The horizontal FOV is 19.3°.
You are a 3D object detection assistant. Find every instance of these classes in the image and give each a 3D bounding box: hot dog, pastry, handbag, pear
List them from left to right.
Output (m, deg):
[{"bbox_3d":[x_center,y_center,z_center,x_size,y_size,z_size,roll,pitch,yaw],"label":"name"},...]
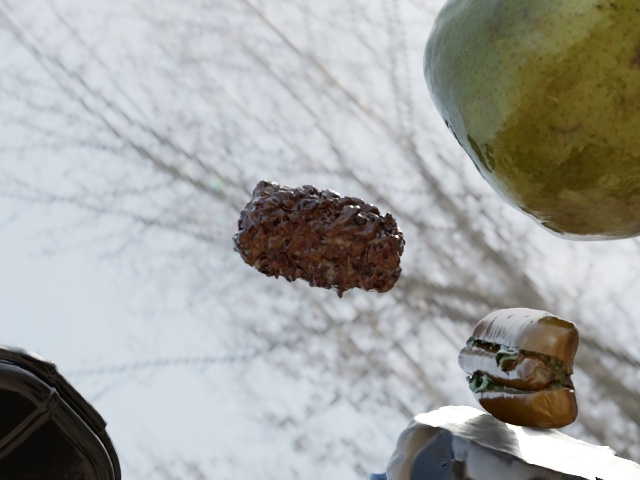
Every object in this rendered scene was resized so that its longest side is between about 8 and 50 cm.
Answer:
[{"bbox_3d":[-0.377,0.267,2.231,0.254,0.093,0.308,-38,-72,4],"label":"handbag"},{"bbox_3d":[0.000,-0.002,2.232,0.097,0.208,0.115,-61,-20,-67],"label":"pastry"},{"bbox_3d":[0.165,0.107,1.585,0.068,0.100,0.249,2,-2,-7],"label":"hot dog"},{"bbox_3d":[0.258,-0.157,1.706,0.304,0.304,0.304,-30,-33,-22],"label":"pear"}]

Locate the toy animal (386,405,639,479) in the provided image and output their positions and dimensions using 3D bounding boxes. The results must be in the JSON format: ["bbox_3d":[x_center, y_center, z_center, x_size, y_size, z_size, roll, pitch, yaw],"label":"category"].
[{"bbox_3d":[0.163,0.239,1.601,0.204,0.208,0.156,-4,-69,-67],"label":"toy animal"}]

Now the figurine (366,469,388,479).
[{"bbox_3d":[0.086,0.370,2.374,0.263,0.162,0.143,-30,-56,-22],"label":"figurine"}]
